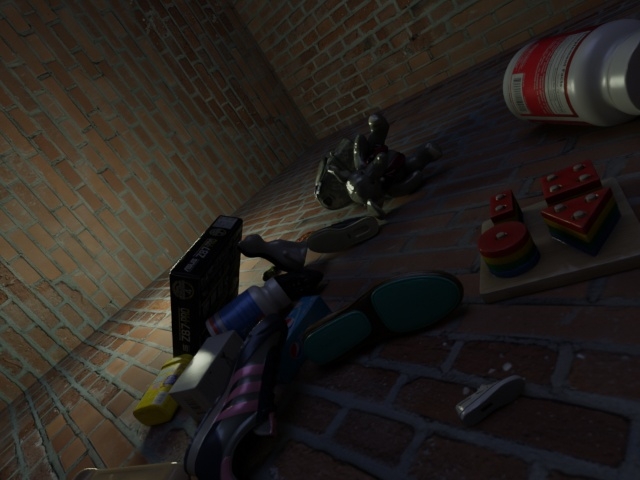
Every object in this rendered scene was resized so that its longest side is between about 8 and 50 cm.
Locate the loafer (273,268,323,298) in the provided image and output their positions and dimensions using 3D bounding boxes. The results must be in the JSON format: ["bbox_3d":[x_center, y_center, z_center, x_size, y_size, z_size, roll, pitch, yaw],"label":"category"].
[{"bbox_3d":[-0.073,0.127,1.246,0.078,0.076,0.223,-21,2,-37],"label":"loafer"}]

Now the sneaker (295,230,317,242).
[{"bbox_3d":[0.000,0.000,1.392,0.174,0.068,0.064,-11,23,13],"label":"sneaker"}]

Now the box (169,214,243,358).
[{"bbox_3d":[-0.345,0.140,1.324,0.097,0.319,0.395,8,28,3],"label":"box"}]

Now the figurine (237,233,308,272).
[{"bbox_3d":[-0.157,0.035,1.315,0.215,0.209,0.093,142,140,-77],"label":"figurine"}]

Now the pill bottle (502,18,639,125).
[{"bbox_3d":[0.655,-0.398,1.029,0.228,0.229,0.408,-34,19,2],"label":"pill bottle"}]

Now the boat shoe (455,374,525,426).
[{"bbox_3d":[0.229,0.211,0.574,0.100,0.035,0.035,-40,21,6],"label":"boat shoe"}]

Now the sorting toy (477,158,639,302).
[{"bbox_3d":[0.408,-0.029,0.765,0.257,0.089,0.256,-22,22,32],"label":"sorting toy"}]

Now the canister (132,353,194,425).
[{"bbox_3d":[-0.410,0.401,1.135,0.126,0.073,0.170,-25,22,28],"label":"canister"}]

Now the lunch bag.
[{"bbox_3d":[0.088,-0.252,1.669,0.256,0.212,0.305,-50,9,11],"label":"lunch bag"}]

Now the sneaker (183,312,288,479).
[{"bbox_3d":[-0.113,0.295,0.780,0.130,0.112,0.319,14,66,27],"label":"sneaker"}]

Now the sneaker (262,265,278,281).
[{"bbox_3d":[-0.178,0.114,1.505,0.035,0.031,0.083,-18,25,39],"label":"sneaker"}]

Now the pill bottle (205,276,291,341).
[{"bbox_3d":[-0.194,0.203,1.169,0.221,0.124,0.124,-38,19,-7],"label":"pill bottle"}]

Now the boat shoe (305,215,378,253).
[{"bbox_3d":[0.068,-0.020,1.318,0.232,0.084,0.079,-18,18,9],"label":"boat shoe"}]

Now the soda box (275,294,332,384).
[{"bbox_3d":[-0.057,0.223,0.968,0.067,0.071,0.210,-15,27,45],"label":"soda box"}]

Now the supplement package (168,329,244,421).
[{"bbox_3d":[-0.252,0.321,1.011,0.105,0.105,0.179,-23,23,33],"label":"supplement package"}]

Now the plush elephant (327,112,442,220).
[{"bbox_3d":[0.179,-0.218,1.367,0.330,0.271,0.255,-57,-9,31],"label":"plush elephant"}]

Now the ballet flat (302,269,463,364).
[{"bbox_3d":[0.119,0.144,0.845,0.342,0.116,0.124,-33,-1,18],"label":"ballet flat"}]

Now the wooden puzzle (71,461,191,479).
[{"bbox_3d":[-0.418,0.568,0.748,0.347,0.081,0.322,-18,25,30],"label":"wooden puzzle"}]
